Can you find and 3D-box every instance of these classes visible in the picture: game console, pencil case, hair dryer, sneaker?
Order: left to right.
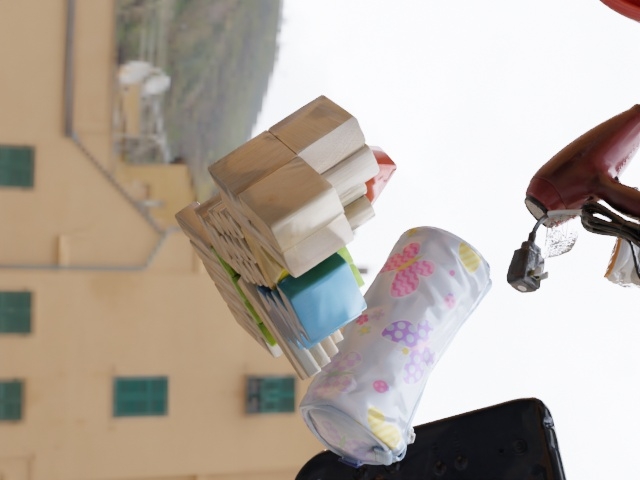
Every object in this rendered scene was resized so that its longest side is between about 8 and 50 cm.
[{"bbox_3d":[0.086,0.113,1.541,0.124,0.273,0.113,13,-33,29],"label":"pencil case"},{"bbox_3d":[0.139,0.400,1.620,0.342,0.060,0.386,-20,-116,22],"label":"game console"},{"bbox_3d":[0.348,-0.046,1.664,0.224,0.080,0.293,-4,-131,26],"label":"hair dryer"},{"bbox_3d":[0.443,0.034,1.793,0.121,0.262,0.099,21,-80,19],"label":"sneaker"}]

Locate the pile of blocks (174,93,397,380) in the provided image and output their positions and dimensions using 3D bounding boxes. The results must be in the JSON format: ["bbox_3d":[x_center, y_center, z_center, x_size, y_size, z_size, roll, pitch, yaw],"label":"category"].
[{"bbox_3d":[0.000,0.000,0.923,0.149,0.113,0.362,57,-11,-1],"label":"pile of blocks"}]

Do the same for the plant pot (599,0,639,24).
[{"bbox_3d":[0.370,-0.251,1.106,0.275,0.243,0.274,-17,-116,39],"label":"plant pot"}]
